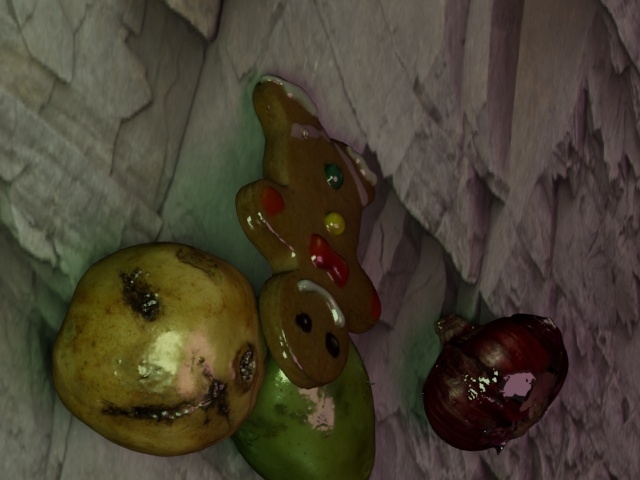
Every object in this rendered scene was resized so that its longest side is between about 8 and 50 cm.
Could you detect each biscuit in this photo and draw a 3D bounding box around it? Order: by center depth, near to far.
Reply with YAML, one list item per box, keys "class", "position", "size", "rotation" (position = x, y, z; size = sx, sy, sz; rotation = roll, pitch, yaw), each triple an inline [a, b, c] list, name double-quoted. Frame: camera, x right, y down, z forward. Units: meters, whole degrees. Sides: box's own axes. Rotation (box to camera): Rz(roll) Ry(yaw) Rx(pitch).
- class: "biscuit"
  position: [0.001, -0.001, 1.858]
  size: [0.283, 0.064, 0.432]
  rotation: [45, 34, -35]

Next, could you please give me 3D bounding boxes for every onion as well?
- class: "onion"
  position: [0.255, 0.200, 2.240]
  size: [0.252, 0.219, 0.252]
  rotation: [-36, 167, -10]

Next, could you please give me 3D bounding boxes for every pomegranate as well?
- class: "pomegranate"
  position: [-0.185, 0.128, 1.750]
  size: [0.260, 0.260, 0.261]
  rotation: [-13, 108, -43]

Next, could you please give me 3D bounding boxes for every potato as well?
- class: "potato"
  position: [-0.032, 0.215, 1.946]
  size: [0.216, 0.215, 0.304]
  rotation: [-35, 130, -34]
